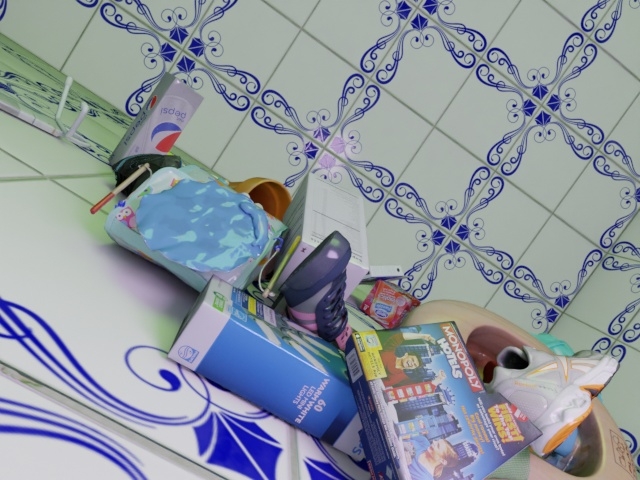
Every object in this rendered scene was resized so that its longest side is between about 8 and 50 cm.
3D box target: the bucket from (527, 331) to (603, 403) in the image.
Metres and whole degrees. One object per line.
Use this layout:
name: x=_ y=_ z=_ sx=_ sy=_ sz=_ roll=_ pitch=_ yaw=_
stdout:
bucket: x=0.586 y=0.402 z=1.206 sx=0.281 sy=0.281 sz=0.183 roll=34 pitch=13 yaw=3

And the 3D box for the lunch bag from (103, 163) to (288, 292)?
lunch bag: x=-0.194 y=-0.007 z=0.751 sx=0.224 sy=0.160 sz=0.262 roll=34 pitch=15 yaw=-1

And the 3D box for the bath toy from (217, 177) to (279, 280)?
bath toy: x=-0.143 y=0.021 z=0.997 sx=0.348 sy=0.151 sz=0.129 roll=37 pitch=42 yaw=1

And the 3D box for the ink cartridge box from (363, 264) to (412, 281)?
ink cartridge box: x=0.173 y=0.123 z=1.564 sx=0.208 sy=0.045 sz=0.206 roll=5 pitch=-16 yaw=-39

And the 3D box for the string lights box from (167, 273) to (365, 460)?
string lights box: x=-0.047 y=0.153 z=0.566 sx=0.260 sy=0.076 sz=0.133 roll=33 pitch=3 yaw=-13

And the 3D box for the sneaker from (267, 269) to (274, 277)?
sneaker: x=-0.059 y=0.075 z=1.188 sx=0.153 sy=0.101 sz=0.268 roll=35 pitch=11 yaw=6

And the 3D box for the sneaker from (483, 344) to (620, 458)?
sneaker: x=0.315 y=0.182 z=0.622 sx=0.263 sy=0.099 sz=0.121 roll=-5 pitch=38 yaw=-48

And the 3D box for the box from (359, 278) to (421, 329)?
box: x=0.248 y=0.224 z=1.568 sx=0.128 sy=0.122 sz=0.257 roll=36 pitch=5 yaw=22

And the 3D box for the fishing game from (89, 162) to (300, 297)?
fishing game: x=-0.164 y=-0.021 z=0.639 sx=0.264 sy=0.041 sz=0.189 roll=23 pitch=39 yaw=-3

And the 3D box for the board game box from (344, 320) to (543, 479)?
board game box: x=0.138 y=0.193 z=0.509 sx=0.194 sy=0.060 sz=0.194 roll=0 pitch=54 yaw=-24

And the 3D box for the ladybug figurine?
ladybug figurine: x=0.284 y=0.277 z=0.706 sx=0.450 sy=0.162 sz=0.305 roll=35 pitch=41 yaw=-4

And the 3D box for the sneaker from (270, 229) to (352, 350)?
sneaker: x=0.008 y=0.096 z=0.667 sx=0.131 sy=0.112 sz=0.319 roll=42 pitch=-25 yaw=8

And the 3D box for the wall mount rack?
wall mount rack: x=-0.715 y=-0.376 z=1.101 sx=0.350 sy=0.130 sz=0.304 roll=30 pitch=6 yaw=-46

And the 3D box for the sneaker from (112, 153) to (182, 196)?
sneaker: x=-0.385 y=-0.115 z=0.985 sx=0.140 sy=0.124 sz=0.341 roll=4 pitch=17 yaw=-15

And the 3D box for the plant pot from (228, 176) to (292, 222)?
plant pot: x=-0.213 y=-0.083 z=1.259 sx=0.188 sy=0.205 sz=0.205 roll=18 pitch=-6 yaw=38

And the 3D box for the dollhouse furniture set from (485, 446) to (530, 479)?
dollhouse furniture set: x=0.221 y=0.292 z=0.519 sx=0.076 sy=0.151 sz=0.058 roll=10 pitch=-21 yaw=-11

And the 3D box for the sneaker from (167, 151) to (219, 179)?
sneaker: x=-0.409 y=-0.170 z=1.376 sx=0.300 sy=0.111 sz=0.121 roll=26 pitch=17 yaw=-20

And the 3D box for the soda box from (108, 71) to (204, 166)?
soda box: x=-0.431 y=-0.290 z=1.182 sx=0.091 sy=0.286 sz=0.098 roll=31 pitch=6 yaw=-43

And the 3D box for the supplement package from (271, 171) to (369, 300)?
supplement package: x=0.000 y=0.000 z=0.888 sx=0.139 sy=0.133 sz=0.244 roll=24 pitch=34 yaw=-14

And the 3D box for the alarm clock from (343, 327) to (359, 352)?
alarm clock: x=0.039 y=0.189 z=0.858 sx=0.129 sy=0.064 sz=0.192 roll=35 pitch=0 yaw=-40
